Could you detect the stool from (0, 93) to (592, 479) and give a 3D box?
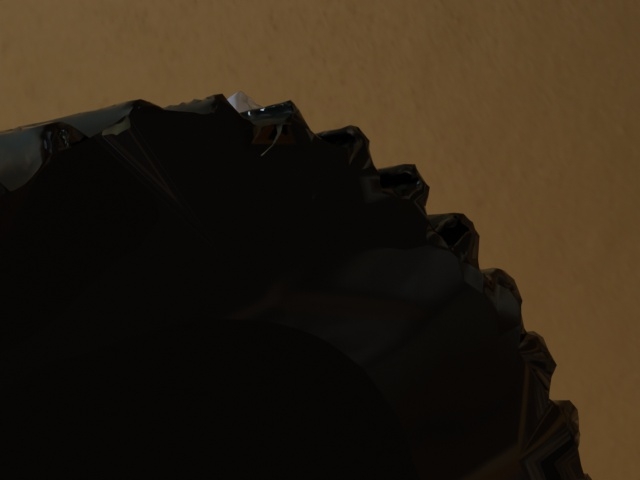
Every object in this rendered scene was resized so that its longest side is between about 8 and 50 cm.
[{"bbox_3d":[-0.136,0.115,0.503,0.330,0.297,0.297,-1,-41,44],"label":"stool"}]

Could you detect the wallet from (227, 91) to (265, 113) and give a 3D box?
[{"bbox_3d":[-0.078,0.012,0.764,0.033,0.095,0.190,21,-38,-38],"label":"wallet"}]
